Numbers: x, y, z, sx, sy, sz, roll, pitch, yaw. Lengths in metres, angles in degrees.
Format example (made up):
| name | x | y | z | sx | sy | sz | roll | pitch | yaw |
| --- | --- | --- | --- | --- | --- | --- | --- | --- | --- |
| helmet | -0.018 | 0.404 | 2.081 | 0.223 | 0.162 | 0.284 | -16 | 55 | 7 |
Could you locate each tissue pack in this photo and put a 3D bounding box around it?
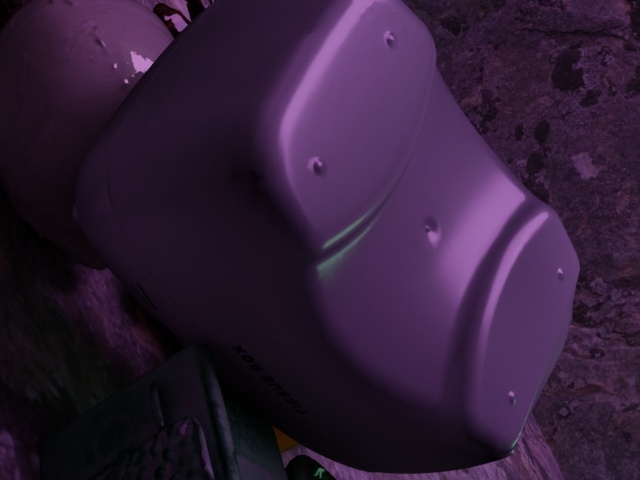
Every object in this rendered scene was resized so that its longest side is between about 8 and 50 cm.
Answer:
| name | x | y | z | sx | sy | sz | roll | pitch | yaw |
| --- | --- | --- | --- | --- | --- | --- | --- | --- | --- |
| tissue pack | 0.000 | 0.000 | 0.764 | 0.333 | 0.236 | 0.229 | 49 | 55 | -31 |

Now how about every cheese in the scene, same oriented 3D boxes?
| name | x | y | z | sx | sy | sz | roll | pitch | yaw |
| --- | --- | --- | --- | --- | --- | --- | --- | --- | --- |
| cheese | -0.182 | -0.101 | 0.868 | 0.154 | 0.189 | 0.198 | 6 | 44 | -32 |

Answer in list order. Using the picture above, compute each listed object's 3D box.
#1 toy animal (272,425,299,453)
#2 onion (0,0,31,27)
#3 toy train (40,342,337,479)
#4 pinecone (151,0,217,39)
| name | x | y | z | sx | sy | sz | roll | pitch | yaw |
| --- | --- | --- | --- | --- | --- | --- | --- | --- | --- |
| toy animal | -0.005 | 0.038 | 1.065 | 0.247 | 0.277 | 0.345 | 48 | 12 | 15 |
| onion | -0.246 | -0.243 | 1.116 | 0.151 | 0.098 | 0.206 | 60 | 12 | -3 |
| toy train | -0.049 | 0.217 | 0.675 | 0.202 | 0.145 | 0.266 | 44 | 18 | -43 |
| pinecone | -0.114 | -0.199 | 1.283 | 0.201 | 0.229 | 0.202 | 23 | -12 | 8 |
